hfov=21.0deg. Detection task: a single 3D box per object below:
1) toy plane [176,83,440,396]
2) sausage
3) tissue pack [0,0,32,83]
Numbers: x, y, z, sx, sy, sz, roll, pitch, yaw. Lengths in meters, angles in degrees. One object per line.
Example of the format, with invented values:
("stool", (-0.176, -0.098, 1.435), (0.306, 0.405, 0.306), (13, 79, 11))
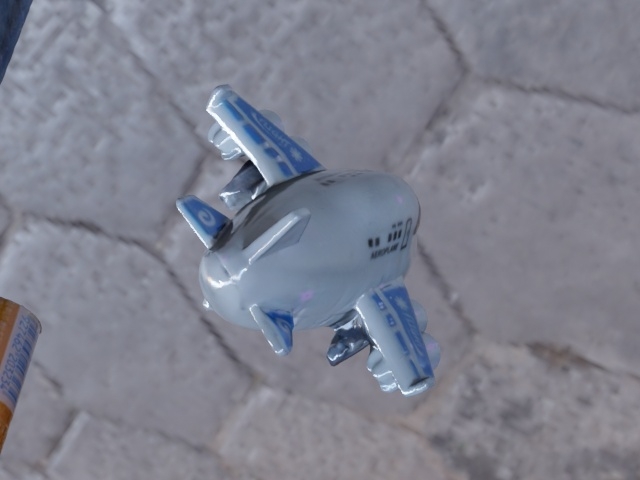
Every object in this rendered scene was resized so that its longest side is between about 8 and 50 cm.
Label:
("toy plane", (-0.004, 0.003, 1.244), (0.122, 0.267, 0.267), (-38, 108, 24))
("sausage", (-0.353, 0.205, 1.655), (0.093, 0.312, 0.093), (9, 147, 6))
("tissue pack", (-0.388, -0.302, 1.670), (0.122, 0.361, 0.259), (25, -176, 43))
